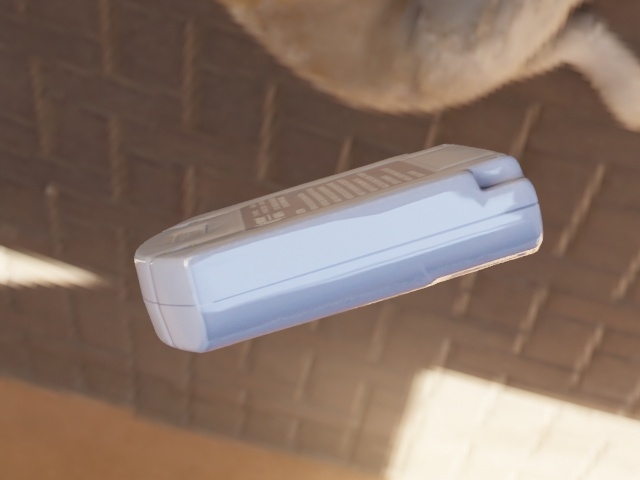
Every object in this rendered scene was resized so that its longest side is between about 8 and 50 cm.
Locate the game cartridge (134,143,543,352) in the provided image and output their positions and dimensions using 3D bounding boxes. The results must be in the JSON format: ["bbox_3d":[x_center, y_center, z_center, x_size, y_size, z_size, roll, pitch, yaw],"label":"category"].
[{"bbox_3d":[0.000,0.000,1.053,0.196,0.060,0.294,-13,-175,-2],"label":"game cartridge"}]
